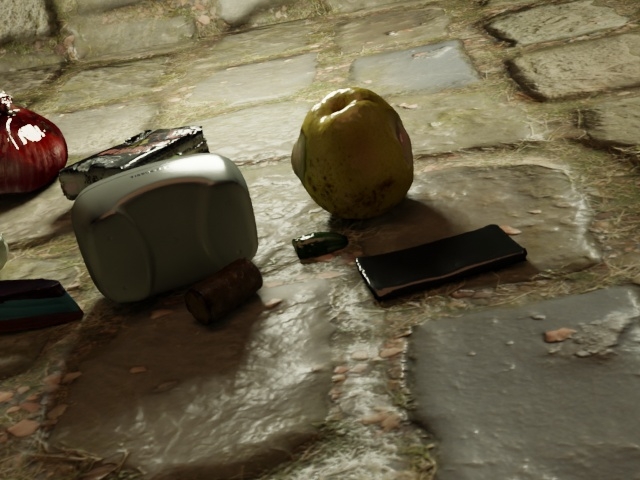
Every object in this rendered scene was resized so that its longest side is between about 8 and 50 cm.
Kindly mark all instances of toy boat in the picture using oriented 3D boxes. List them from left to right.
[{"bbox_3d":[-0.640,0.127,1.659,0.391,0.080,0.136,-6,28,16],"label":"toy boat"}]

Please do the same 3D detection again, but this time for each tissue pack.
[{"bbox_3d":[-0.464,-0.187,2.175,0.244,0.123,0.332,-1,24,32],"label":"tissue pack"},{"bbox_3d":[-0.300,-0.035,1.663,0.332,0.230,0.236,-17,27,-14],"label":"tissue pack"}]

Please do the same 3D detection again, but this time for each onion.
[{"bbox_3d":[-0.852,-0.270,2.311,0.347,0.286,0.348,1,26,-1],"label":"onion"}]

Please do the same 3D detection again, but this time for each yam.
[{"bbox_3d":[-0.172,0.089,1.538,0.079,0.079,0.141,11,33,38],"label":"yam"}]

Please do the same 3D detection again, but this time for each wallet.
[{"bbox_3d":[0.212,0.036,1.549,0.285,0.030,0.146,-15,29,-6],"label":"wallet"}]

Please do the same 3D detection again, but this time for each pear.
[{"bbox_3d":[0.075,-0.181,1.797,0.271,0.271,0.271,-9,26,4],"label":"pear"}]

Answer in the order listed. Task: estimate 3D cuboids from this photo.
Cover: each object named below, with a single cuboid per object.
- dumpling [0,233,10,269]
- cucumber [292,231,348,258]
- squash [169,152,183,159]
[{"bbox_3d":[-0.746,0.038,1.848,0.176,0.093,0.150,14,33,43],"label":"dumpling"},{"bbox_3d":[0.000,0.000,1.700,0.107,0.035,0.067,-12,24,-7],"label":"cucumber"},{"bbox_3d":[-0.300,-0.093,1.876,0.170,0.170,0.123,16,48,43],"label":"squash"}]
